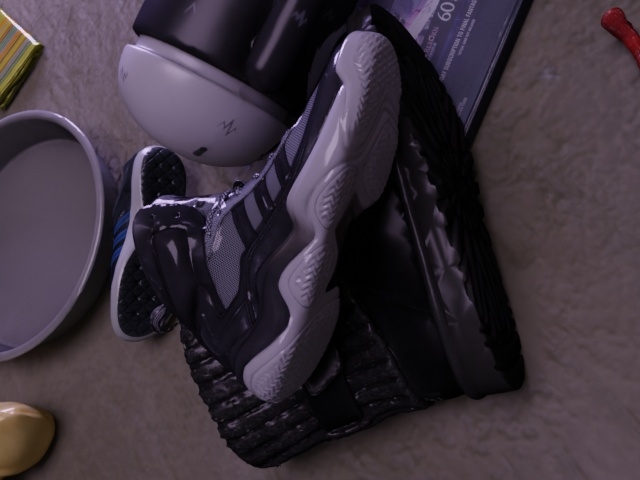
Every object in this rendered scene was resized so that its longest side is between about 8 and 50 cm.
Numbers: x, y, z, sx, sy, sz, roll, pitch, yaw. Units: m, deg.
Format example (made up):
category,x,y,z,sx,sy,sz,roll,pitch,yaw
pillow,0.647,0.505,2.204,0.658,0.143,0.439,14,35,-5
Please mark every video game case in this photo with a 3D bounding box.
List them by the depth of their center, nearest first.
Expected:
category,x,y,z,sx,sy,sz,roll,pitch,yaw
video game case,0.059,-0.214,0.834,0.274,0.026,0.196,22,89,32

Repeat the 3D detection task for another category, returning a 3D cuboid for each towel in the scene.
category,x,y,z,sx,sy,sz,roll,pitch,yaw
towel,-0.452,-0.268,1.158,0.237,0.021,0.102,41,93,33

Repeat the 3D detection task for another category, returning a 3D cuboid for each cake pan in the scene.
category,x,y,z,sx,sy,sz,roll,pitch,yaw
cake pan,-0.342,-0.003,0.998,0.293,0.054,0.293,-9,73,29

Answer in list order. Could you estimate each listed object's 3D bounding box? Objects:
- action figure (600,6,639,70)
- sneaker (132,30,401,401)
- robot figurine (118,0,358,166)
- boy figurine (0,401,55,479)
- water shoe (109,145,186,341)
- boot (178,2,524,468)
category,x,y,z,sx,sy,sz,roll,pitch,yaw
action figure,0.280,-0.073,0.602,0.092,0.139,0.280,-29,66,23
sneaker,-0.046,-0.030,0.622,0.153,0.101,0.268,21,100,21
robot figurine,-0.066,-0.202,0.792,0.174,0.209,0.278,27,91,12
boy figurine,-0.405,0.263,0.943,0.285,0.092,0.177,-46,59,12
water shoe,-0.182,0.005,0.905,0.080,0.073,0.203,-7,72,57
boot,-0.002,0.001,0.730,0.260,0.131,0.347,-19,76,25
